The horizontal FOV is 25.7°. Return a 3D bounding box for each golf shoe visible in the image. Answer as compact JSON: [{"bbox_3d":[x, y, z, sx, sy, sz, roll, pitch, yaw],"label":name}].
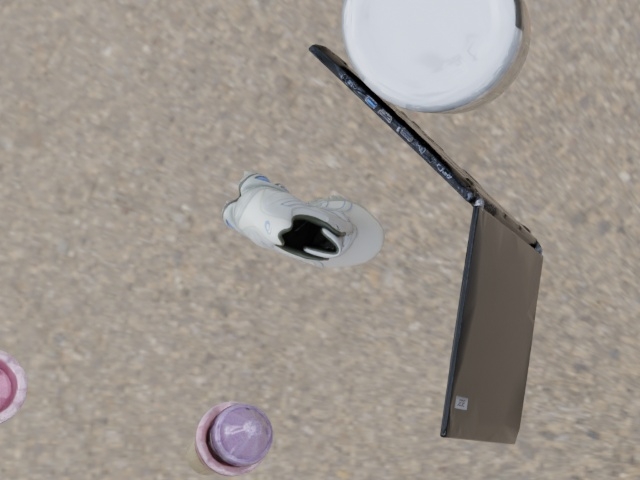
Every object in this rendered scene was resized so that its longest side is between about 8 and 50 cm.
[{"bbox_3d":[0.000,0.000,1.194,0.086,0.176,0.069,40,109,44],"label":"golf shoe"}]

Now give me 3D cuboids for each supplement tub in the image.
[{"bbox_3d":[0.085,-0.145,0.963,0.117,0.190,0.117,1,94,10],"label":"supplement tub"}]

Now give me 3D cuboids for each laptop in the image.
[{"bbox_3d":[0.077,0.011,1.057,0.136,0.234,0.264,-47,70,6],"label":"laptop"}]

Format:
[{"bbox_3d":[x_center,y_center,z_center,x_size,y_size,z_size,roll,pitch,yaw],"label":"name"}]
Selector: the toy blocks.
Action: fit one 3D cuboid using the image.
[{"bbox_3d":[-0.189,0.259,1.153,0.288,0.260,0.309,14,72,-13],"label":"toy blocks"}]
